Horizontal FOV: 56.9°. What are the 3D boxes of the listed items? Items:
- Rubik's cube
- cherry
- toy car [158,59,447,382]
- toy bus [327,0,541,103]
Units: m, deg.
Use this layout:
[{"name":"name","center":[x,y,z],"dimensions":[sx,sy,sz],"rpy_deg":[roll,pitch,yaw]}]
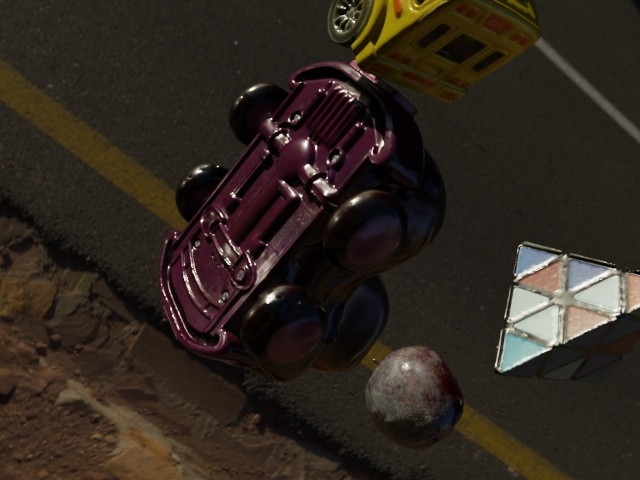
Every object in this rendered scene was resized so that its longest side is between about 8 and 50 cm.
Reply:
[{"name":"Rubik's cube","center":[0.408,0.103,1.001],"dimensions":[0.250,0.284,0.234],"rpy_deg":[43,20,-47]},{"name":"cherry","center":[0.177,0.306,1.133],"dimensions":[0.195,0.195,0.195],"rpy_deg":[12,62,-24]},{"name":"toy car","center":[0.000,0.000,0.645],"dimensions":[0.240,0.340,0.271],"rpy_deg":[27,19,-43]},{"name":"toy bus","center":[0.091,-0.308,0.550],"dimensions":[0.144,0.152,0.329],"rpy_deg":[7,69,-38]}]
